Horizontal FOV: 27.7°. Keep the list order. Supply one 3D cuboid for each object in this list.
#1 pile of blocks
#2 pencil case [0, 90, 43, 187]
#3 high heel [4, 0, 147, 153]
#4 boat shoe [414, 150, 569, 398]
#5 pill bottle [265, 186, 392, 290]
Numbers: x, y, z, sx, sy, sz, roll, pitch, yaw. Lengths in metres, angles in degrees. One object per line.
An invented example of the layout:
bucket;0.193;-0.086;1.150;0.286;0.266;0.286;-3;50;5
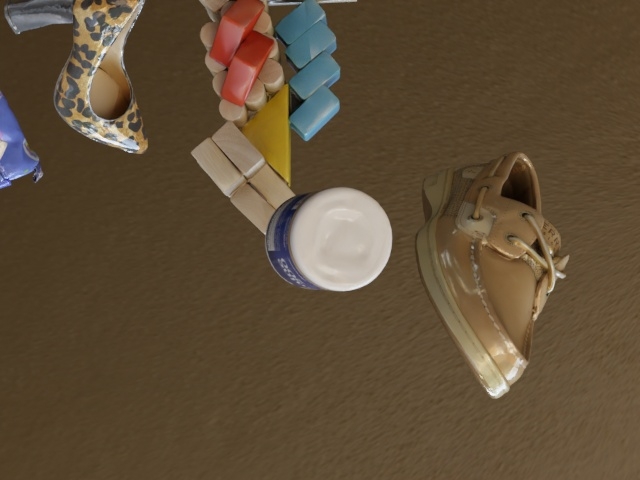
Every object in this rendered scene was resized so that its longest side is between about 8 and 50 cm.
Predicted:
pile of blocks;-0.040;-0.188;1.044;0.149;0.112;0.362;-6;-92;1
pencil case;-0.437;-0.196;1.552;0.119;0.133;0.306;-23;-61;-16
high heel;-0.226;-0.193;1.500;0.186;0.261;0.093;-3;-131;33
boat shoe;0.157;0.009;1.156;0.110;0.341;0.122;-25;-64;15
pill bottle;0.000;0.000;0.869;0.067;0.120;0.067;0;-91;-14
